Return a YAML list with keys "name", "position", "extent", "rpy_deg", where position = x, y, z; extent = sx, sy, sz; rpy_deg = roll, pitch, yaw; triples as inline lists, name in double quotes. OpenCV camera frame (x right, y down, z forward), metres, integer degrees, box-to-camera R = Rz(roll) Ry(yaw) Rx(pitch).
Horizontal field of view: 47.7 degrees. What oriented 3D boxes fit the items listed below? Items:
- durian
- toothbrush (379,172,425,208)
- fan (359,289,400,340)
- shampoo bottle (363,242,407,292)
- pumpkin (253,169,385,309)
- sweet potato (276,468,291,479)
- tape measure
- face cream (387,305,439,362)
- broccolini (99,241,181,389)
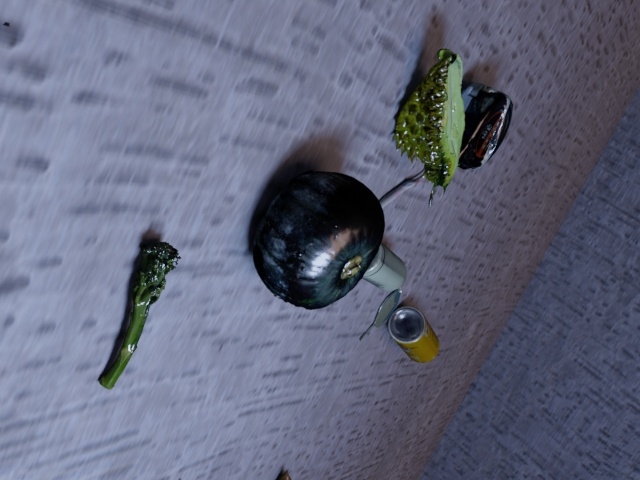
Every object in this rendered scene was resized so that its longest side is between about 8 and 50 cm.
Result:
- name: "durian"
  position: [0.208, -0.213, 1.356]
  extent: [0.132, 0.106, 0.375]
  rpy_deg: [-47, 152, -27]
- name: "toothbrush"
  position: [0.175, -0.109, 1.518]
  extent: [0.269, 0.021, 0.027]
  rpy_deg: [-39, 136, -36]
- name: "fan"
  position: [0.153, 0.194, 1.842]
  extent: [0.175, 0.005, 0.113]
  rpy_deg: [-46, 153, -27]
- name: "shampoo bottle"
  position: [0.125, 0.055, 1.538]
  extent: [0.085, 0.085, 0.262]
  rpy_deg: [-58, 155, 0]
- name: "pumpkin"
  position: [0.000, 0.000, 1.157]
  extent: [0.233, 0.163, 0.233]
  rpy_deg: [-40, 150, -29]
- name: "sweet potato"
  position: [-0.089, 0.614, 1.831]
  extent: [0.049, 0.049, 0.117]
  rpy_deg: [-35, 147, -40]
- name: "tape measure"
  position: [0.327, -0.242, 1.545]
  extent: [0.182, 0.107, 0.181]
  rpy_deg: [-60, 152, 6]
- name: "face cream"
  position: [0.273, 0.278, 2.044]
  extent: [0.105, 0.105, 0.349]
  rpy_deg: [-55, 155, -7]
- name: "broccolini"
  position: [-0.249, 0.102, 0.970]
  extent: [0.054, 0.051, 0.239]
  rpy_deg: [19, 114, -20]
